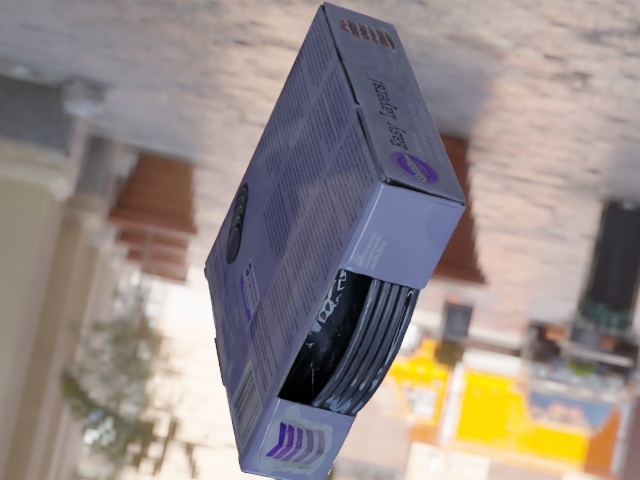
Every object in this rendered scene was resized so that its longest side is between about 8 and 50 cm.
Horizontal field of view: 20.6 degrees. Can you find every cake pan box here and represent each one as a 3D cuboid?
[{"bbox_3d":[0.000,0.000,1.217,0.070,0.246,0.267,14,-152,-18],"label":"cake pan box"}]
